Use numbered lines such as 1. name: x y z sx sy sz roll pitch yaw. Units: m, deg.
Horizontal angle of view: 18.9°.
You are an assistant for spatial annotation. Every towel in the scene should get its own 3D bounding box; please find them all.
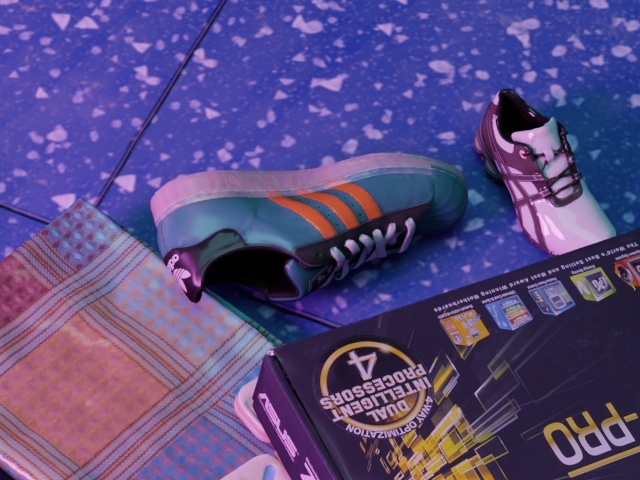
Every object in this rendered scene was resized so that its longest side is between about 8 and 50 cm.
1. towel: -0.158 0.136 1.675 0.370 0.040 0.271 36 52 16

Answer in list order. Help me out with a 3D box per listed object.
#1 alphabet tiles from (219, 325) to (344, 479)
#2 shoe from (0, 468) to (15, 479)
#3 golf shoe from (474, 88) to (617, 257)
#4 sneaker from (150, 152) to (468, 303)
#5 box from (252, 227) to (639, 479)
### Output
1. alphabet tiles: 0.060 0.204 1.636 0.278 0.021 0.284 -29 67 -32
2. shoe: -0.307 0.136 1.718 0.219 0.076 0.058 41 37 22
3. golf shoe: 0.212 -0.060 1.820 0.077 0.094 0.198 -29 61 -19
4. sneaker: 0.000 0.000 1.767 0.302 0.108 0.121 -6 60 -15
5. box: 0.185 0.180 1.606 0.395 0.097 0.318 -16 60 -23
